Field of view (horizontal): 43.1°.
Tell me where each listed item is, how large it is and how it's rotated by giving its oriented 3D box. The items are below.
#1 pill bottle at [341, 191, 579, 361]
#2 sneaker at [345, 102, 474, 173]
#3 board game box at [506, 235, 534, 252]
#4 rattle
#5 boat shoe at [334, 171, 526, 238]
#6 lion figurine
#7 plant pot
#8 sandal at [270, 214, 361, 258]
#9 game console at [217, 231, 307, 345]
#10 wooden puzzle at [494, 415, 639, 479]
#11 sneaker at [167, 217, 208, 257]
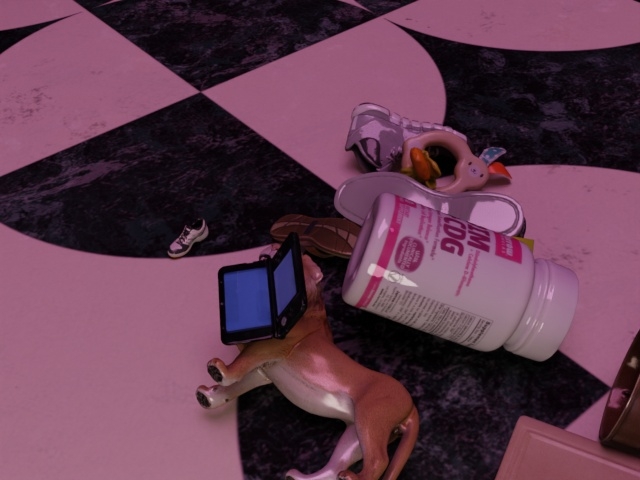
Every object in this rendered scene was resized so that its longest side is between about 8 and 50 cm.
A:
[{"bbox_3d":[0.186,0.054,1.089,0.283,0.160,0.160,20,43,-4],"label":"pill bottle"},{"bbox_3d":[0.149,-0.148,1.434,0.229,0.086,0.132,18,68,4],"label":"sneaker"},{"bbox_3d":[0.218,0.031,1.205,0.182,0.092,0.043,9,44,12],"label":"board game box"},{"bbox_3d":[0.239,-0.135,1.344,0.200,0.142,0.130,5,65,-3],"label":"rattle"},{"bbox_3d":[0.170,-0.032,1.283,0.303,0.091,0.114,15,70,22],"label":"boat shoe"},{"bbox_3d":[0.004,0.179,1.043,0.392,0.142,0.240,42,49,21],"label":"lion figurine"},{"bbox_3d":[0.446,0.200,0.972,0.165,0.167,0.167,23,47,14],"label":"plant pot"},{"bbox_3d":[0.000,0.000,1.287,0.180,0.049,0.072,10,45,35],"label":"sandal"},{"bbox_3d":[-0.073,0.058,1.000,0.071,0.107,0.122,13,47,-25],"label":"game console"},{"bbox_3d":[0.302,0.323,0.921,0.221,0.044,0.238,17,41,21],"label":"wooden puzzle"},{"bbox_3d":[-0.217,-0.007,1.306,0.032,0.036,0.083,26,50,25],"label":"sneaker"}]
